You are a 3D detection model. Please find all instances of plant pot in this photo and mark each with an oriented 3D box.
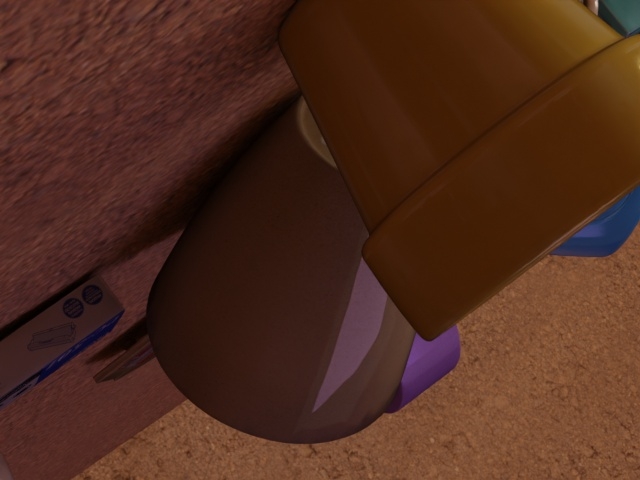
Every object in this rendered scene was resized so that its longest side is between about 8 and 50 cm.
[{"bbox_3d":[0.000,0.000,1.280,0.256,0.256,0.274,-31,156,-41],"label":"plant pot"},{"bbox_3d":[0.104,-0.097,1.000,0.254,0.239,0.254,-36,174,-4],"label":"plant pot"}]

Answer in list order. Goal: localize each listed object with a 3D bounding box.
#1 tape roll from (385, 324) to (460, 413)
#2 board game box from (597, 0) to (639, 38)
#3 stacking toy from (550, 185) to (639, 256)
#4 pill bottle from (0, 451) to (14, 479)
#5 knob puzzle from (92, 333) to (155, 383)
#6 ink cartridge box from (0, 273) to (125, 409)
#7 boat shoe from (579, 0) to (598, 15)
[{"bbox_3d":[0.037,0.062,1.640,0.090,0.275,0.275,-34,173,-18],"label":"tape roll"},{"bbox_3d":[0.361,-0.265,1.528,0.336,0.079,0.254,-33,172,-24],"label":"board game box"},{"bbox_3d":[0.186,-0.115,1.454,0.166,0.302,0.175,6,109,-36],"label":"stacking toy"},{"bbox_3d":[-0.390,0.248,1.081,0.181,0.181,0.323,-41,172,30],"label":"pill bottle"},{"bbox_3d":[-0.200,0.113,1.844,0.213,0.030,0.213,-37,173,-5],"label":"knob puzzle"},{"bbox_3d":[-0.279,0.115,1.304,0.207,0.046,0.097,-37,177,-23],"label":"ink cartridge box"},{"bbox_3d":[0.119,-0.144,1.351,0.097,0.116,0.324,25,133,-31],"label":"boat shoe"}]
